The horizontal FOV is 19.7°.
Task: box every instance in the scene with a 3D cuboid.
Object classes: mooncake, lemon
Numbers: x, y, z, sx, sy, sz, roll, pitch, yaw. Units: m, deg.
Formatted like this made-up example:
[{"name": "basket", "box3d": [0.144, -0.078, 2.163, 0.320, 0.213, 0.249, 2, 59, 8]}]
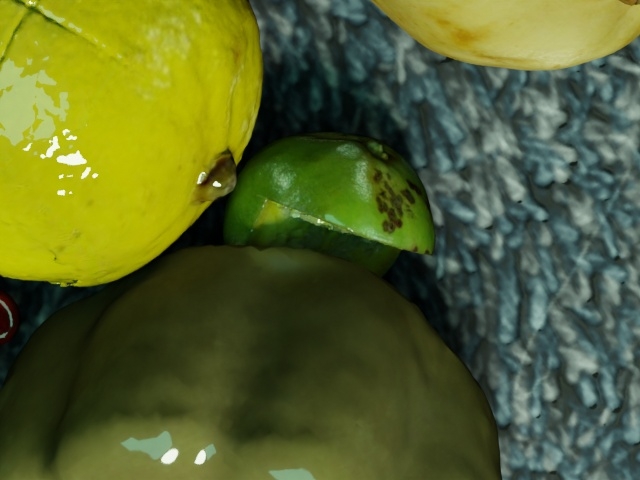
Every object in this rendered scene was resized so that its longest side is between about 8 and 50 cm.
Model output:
[{"name": "mooncake", "box3d": [-0.059, 0.199, 1.261, 0.378, 0.201, 0.378, 5, 127, 7]}, {"name": "lemon", "box3d": [-0.188, -0.114, 1.203, 0.297, 0.297, 0.297, 2, 105, 6]}]

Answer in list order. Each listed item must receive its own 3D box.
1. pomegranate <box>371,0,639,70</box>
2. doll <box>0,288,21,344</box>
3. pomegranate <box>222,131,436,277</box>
[{"name": "pomegranate", "box3d": [0.120, -0.255, 1.142, 0.307, 0.307, 0.307, 2, 105, 6]}, {"name": "doll", "box3d": [-0.367, 0.138, 1.350, 0.363, 0.160, 0.182, -34, 102, 14]}, {"name": "pomegranate", "box3d": [-0.003, -0.013, 1.296, 0.169, 0.143, 0.122, -47, 54, 46]}]
